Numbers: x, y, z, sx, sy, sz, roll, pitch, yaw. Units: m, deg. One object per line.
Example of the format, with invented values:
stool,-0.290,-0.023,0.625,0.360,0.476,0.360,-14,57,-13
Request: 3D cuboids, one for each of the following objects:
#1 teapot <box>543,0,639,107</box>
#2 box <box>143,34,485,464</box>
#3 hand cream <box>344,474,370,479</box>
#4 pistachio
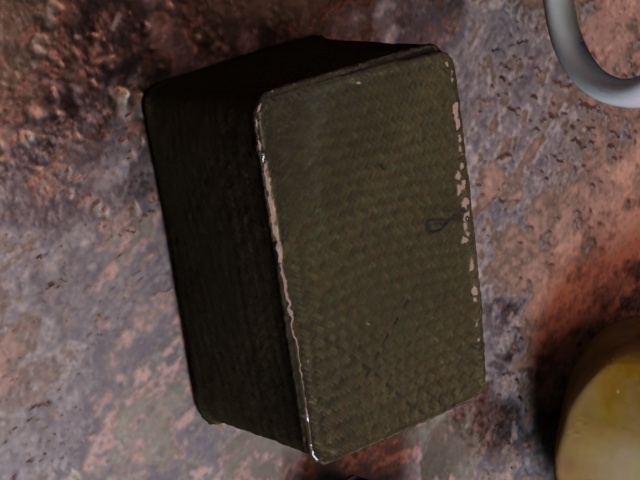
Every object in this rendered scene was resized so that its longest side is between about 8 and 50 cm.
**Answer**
teapot,0.263,-0.314,1.245,0.252,0.280,0.423,4,97,-39
box,0.002,0.000,1.177,0.184,0.143,0.273,-20,110,-35
hand cream,0.004,0.361,1.273,0.185,0.118,0.358,24,90,-42
pistachio,0.301,0.188,1.457,0.213,0.163,0.260,-20,125,-14
